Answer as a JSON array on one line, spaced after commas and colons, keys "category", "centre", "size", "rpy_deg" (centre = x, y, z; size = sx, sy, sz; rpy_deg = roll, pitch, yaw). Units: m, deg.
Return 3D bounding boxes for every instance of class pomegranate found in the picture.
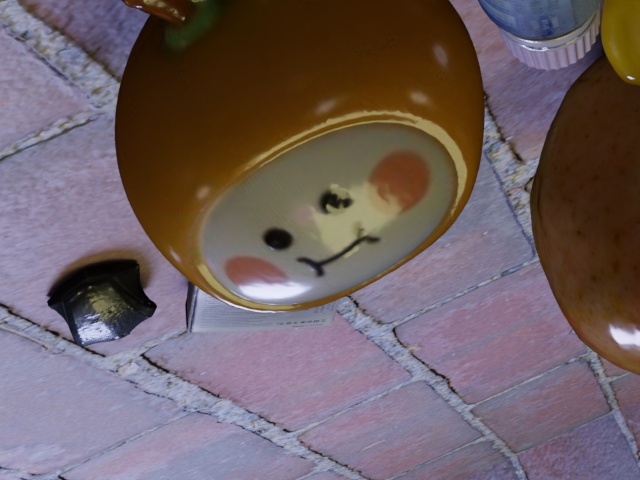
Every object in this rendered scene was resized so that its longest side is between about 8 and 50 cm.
[{"category": "pomegranate", "centre": [0.323, -0.043, 1.321], "size": [0.343, 0.342, 0.342], "rpy_deg": [-21, 163, -7]}]

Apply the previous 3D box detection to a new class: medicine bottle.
[{"category": "medicine bottle", "centre": [0.131, -0.164, 1.043], "size": [0.083, 0.083, 0.203], "rpy_deg": [-24, 161, 5]}]

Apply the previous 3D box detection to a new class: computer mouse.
[{"category": "computer mouse", "centre": [-0.171, 0.059, 1.391], "size": [0.079, 0.047, 0.135], "rpy_deg": [-22, 165, -1]}]

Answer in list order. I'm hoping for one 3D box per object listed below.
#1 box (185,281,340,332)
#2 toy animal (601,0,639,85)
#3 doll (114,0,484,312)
[{"category": "box", "centre": [-0.037, 0.014, 1.383], "size": [0.129, 0.033, 0.247], "rpy_deg": [-2, 156, -10]}, {"category": "toy animal", "centre": [0.248, -0.169, 1.209], "size": [0.114, 0.091, 0.082], "rpy_deg": [-19, -165, 31]}, {"category": "doll", "centre": [-0.031, -0.087, 0.938], "size": [0.213, 0.213, 0.236], "rpy_deg": [-29, 129, 20]}]
